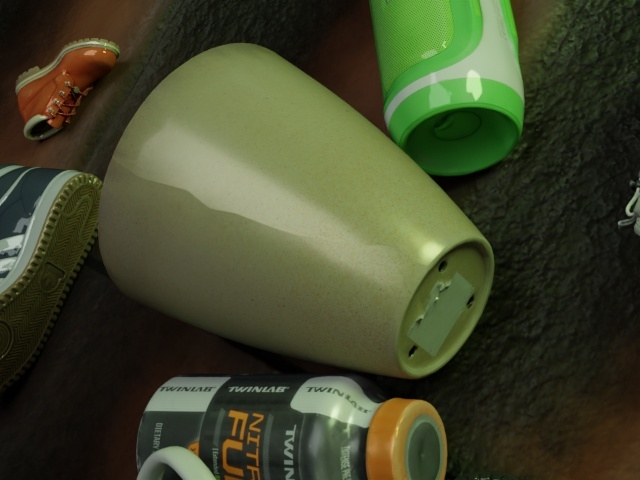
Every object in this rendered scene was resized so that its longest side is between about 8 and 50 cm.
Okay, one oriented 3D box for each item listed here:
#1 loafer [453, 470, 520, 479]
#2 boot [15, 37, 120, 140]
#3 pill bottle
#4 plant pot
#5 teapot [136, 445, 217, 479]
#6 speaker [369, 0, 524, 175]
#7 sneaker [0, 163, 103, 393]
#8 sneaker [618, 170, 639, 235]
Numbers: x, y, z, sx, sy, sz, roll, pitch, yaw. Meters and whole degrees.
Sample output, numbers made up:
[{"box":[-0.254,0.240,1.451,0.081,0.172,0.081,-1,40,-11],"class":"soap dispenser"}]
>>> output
[{"box":[0.100,0.274,0.968,0.080,0.078,0.220,7,53,33],"class":"loafer"},{"box":[-0.290,-0.173,1.499,0.158,0.059,0.084,-26,56,32],"class":"boot"},{"box":[-0.021,0.174,1.069,0.246,0.130,0.130,-5,64,33],"class":"pill bottle"},{"box":[0.000,0.000,1.092,0.274,0.256,0.256,29,85,32],"class":"plant pot"},{"box":[-0.073,0.324,0.975,0.187,0.252,0.256,-22,34,52],"class":"teapot"},{"box":[0.107,-0.210,1.188,0.131,0.131,0.296,-22,55,24],"class":"speaker"},{"box":[-0.356,0.039,1.398,0.153,0.099,0.282,16,69,35],"class":"sneaker"},{"box":[0.276,-0.047,0.993,0.115,0.105,0.281,-20,57,26],"class":"sneaker"}]
